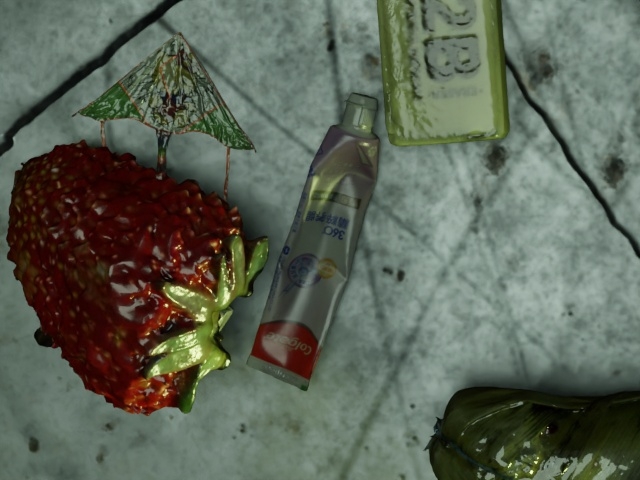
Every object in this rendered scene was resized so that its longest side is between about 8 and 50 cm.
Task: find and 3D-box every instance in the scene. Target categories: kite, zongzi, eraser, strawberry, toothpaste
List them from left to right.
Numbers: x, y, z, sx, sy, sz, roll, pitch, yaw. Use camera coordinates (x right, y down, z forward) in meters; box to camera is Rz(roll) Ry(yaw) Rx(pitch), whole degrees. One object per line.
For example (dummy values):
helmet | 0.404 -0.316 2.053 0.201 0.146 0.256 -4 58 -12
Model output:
strawberry | -0.222 0.028 1.433 0.306 0.138 0.233 24 97 21
kite | -0.163 -0.091 1.503 0.198 0.006 0.244 8 97 9
toothpaste | 0.000 0.000 1.464 0.075 0.048 0.301 18 101 4
eraser | 0.117 -0.178 1.416 0.117 0.058 0.172 -3 95 11
zongzi | 0.258 0.165 1.393 0.251 0.125 0.274 32 97 -2

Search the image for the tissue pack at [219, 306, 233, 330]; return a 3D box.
tissue pack | -0.140 0.073 1.497 0.083 0.042 0.062 34 98 7
